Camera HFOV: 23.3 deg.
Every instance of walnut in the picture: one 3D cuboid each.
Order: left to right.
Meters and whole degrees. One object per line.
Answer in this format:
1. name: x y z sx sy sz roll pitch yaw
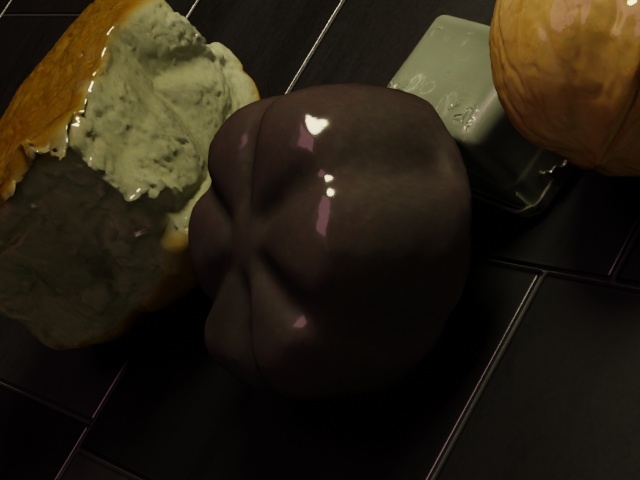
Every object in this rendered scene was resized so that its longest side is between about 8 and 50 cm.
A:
1. walnut: 0.211 -0.149 1.044 0.193 0.193 0.225 -7 49 47

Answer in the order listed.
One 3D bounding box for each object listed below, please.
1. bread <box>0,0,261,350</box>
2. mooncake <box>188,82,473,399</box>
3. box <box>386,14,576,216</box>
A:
1. bread: -0.189 -0.054 1.397 0.279 0.225 0.250 -33 30 43
2. mooncake: 0.000 0.000 1.151 0.245 0.133 0.245 -3 86 60
3. box: 0.124 -0.104 1.189 0.124 0.093 0.172 -55 33 -5
